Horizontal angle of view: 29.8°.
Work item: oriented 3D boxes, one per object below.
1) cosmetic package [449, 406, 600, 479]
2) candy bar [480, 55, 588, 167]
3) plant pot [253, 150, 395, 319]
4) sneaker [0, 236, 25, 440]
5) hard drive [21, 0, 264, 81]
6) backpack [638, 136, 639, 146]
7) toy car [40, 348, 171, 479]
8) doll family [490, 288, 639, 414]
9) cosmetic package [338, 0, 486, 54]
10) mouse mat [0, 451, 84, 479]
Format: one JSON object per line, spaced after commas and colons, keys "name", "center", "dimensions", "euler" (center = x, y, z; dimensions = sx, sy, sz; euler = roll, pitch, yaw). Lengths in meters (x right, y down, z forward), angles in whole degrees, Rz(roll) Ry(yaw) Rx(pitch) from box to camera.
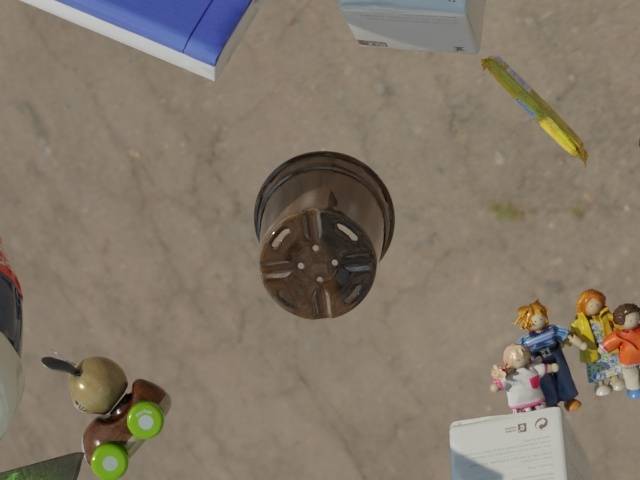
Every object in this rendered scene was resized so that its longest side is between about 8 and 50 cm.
{"name": "cosmetic package", "center": [0.260, 0.424, 1.446], "dimensions": [0.156, 0.385, 0.217], "euler": [-13, 136, 21]}
{"name": "candy bar", "center": [0.233, -0.142, 1.294], "dimensions": [0.161, 0.040, 0.018], "euler": [44, 118, -1]}
{"name": "plant pot", "center": [0.000, 0.000, 1.336], "dimensions": [0.166, 0.165, 0.167], "euler": [1, 108, 3]}
{"name": "sneaker", "center": [-0.330, 0.058, 0.654], "dimensions": [0.148, 0.349, 0.131], "euler": [-97, 1, -45]}
{"name": "hard drive", "center": [-0.194, -0.289, 1.097], "dimensions": [0.318, 0.210, 0.040], "euler": [23, 152, 6]}
{"name": "backpack", "center": [0.286, -0.051, 0.655], "dimensions": [0.213, 0.264, 0.276], "euler": [-6, 151, 13]}
{"name": "toy car", "center": [-0.321, 0.226, 1.706], "dimensions": [0.188, 0.149, 0.155], "euler": [41, 178, -6]}
{"name": "doll family", "center": [0.350, 0.158, 1.714], "dimensions": [0.118, 0.262, 0.163], "euler": [-133, 25, -74]}
{"name": "cosmetic package", "center": [0.118, -0.330, 1.414], "dimensions": [0.151, 0.184, 0.151], "euler": [6, 171, 14]}
{"name": "mouse mat", "center": [-0.314, 0.261, 1.181], "dimensions": [0.190, 0.152, 0.007], "euler": [-107, 2, -76]}
